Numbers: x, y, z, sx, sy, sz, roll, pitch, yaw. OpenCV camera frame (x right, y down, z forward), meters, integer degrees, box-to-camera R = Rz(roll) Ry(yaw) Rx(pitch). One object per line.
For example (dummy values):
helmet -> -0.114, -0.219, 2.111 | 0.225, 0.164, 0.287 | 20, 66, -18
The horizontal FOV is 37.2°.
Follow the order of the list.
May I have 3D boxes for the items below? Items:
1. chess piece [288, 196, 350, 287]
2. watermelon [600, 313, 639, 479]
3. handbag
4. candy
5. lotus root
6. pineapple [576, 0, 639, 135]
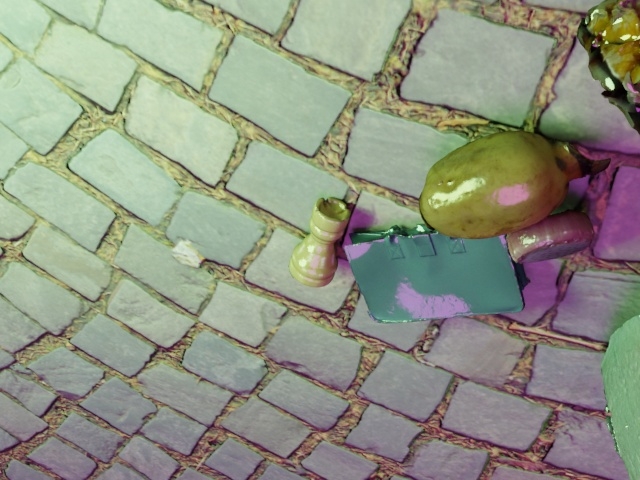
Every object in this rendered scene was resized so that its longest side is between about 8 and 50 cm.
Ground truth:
chess piece -> 0.000, 0.000, 1.270 | 0.066, 0.066, 0.122 | 18, 132, 2
watermelon -> 0.486, 0.255, 1.193 | 0.387, 0.258, 0.228 | 42, 148, -12
handbag -> 0.154, 0.038, 1.258 | 0.221, 0.057, 0.144 | -5, 128, 24
candy -> 0.276, -0.004, 1.143 | 0.103, 0.043, 0.103 | -10, 167, -2
lotus root -> 0.214, -0.066, 1.080 | 0.221, 0.125, 0.118 | -20, 109, 29
pineapple -> 0.411, -0.154, 0.777 | 0.300, 0.352, 0.352 | -35, 116, 24
